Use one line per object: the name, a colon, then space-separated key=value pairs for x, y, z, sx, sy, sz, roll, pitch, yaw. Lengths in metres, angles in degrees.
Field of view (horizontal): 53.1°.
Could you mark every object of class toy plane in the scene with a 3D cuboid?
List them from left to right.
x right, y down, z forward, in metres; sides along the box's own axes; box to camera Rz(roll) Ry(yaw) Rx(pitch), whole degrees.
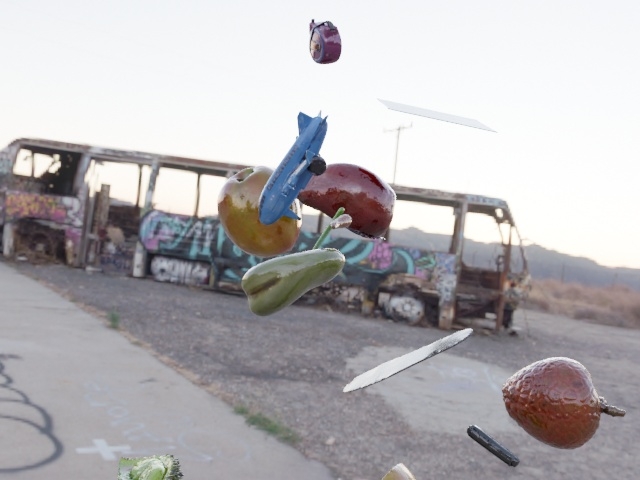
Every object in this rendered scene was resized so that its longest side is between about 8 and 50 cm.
toy plane: x=-0.052 y=-0.151 z=1.372 sx=0.105 sy=0.271 sz=0.254 roll=19 pitch=13 yaw=-12

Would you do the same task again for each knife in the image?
knife: x=-0.001 y=-0.001 z=1.694 sx=0.015 sy=0.212 sz=0.054 roll=38 pitch=15 yaw=11

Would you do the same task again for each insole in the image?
insole: x=0.183 y=0.264 z=1.388 sx=0.327 sy=0.007 sz=0.111 roll=-30 pitch=3 yaw=22

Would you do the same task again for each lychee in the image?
lychee: x=0.644 y=0.428 z=1.712 sx=0.299 sy=0.255 sz=0.255 roll=-10 pitch=-6 yaw=13

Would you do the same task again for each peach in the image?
peach: x=-0.203 y=-0.090 z=2.236 sx=0.307 sy=0.332 sz=0.308 roll=-27 pitch=13 yaw=7
peach: x=0.089 y=-0.152 z=2.079 sx=0.361 sy=0.201 sz=0.258 roll=26 pitch=7 yaw=-1

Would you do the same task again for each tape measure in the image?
tape measure: x=0.014 y=-0.570 z=1.838 sx=0.074 sy=0.125 sz=0.118 roll=-14 pitch=30 yaw=-22

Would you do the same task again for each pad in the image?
pad: x=0.377 y=-0.414 z=2.107 sx=0.367 sy=0.007 sz=0.248 roll=11 pitch=19 yaw=-7

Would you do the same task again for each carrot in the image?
carrot: x=0.048 y=-0.044 z=1.606 sx=0.035 sy=0.035 sz=0.142 roll=5 pitch=12 yaw=21

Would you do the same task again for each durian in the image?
durian: x=-0.437 y=0.658 z=1.661 sx=0.169 sy=0.158 sz=0.352 roll=-2 pitch=2 yaw=-22

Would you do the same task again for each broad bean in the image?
broad bean: x=-0.061 y=0.079 z=1.527 sx=0.263 sy=0.121 sz=0.189 roll=-27 pitch=-7 yaw=-29

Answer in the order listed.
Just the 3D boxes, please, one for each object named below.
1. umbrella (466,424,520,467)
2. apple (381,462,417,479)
umbrella: x=0.386 y=0.459 z=1.433 sx=0.036 sy=0.031 sz=0.133 roll=-1 pitch=26 yaw=-46
apple: x=0.175 y=0.733 z=1.619 sx=0.252 sy=0.309 sz=0.314 roll=12 pitch=41 yaw=-15
